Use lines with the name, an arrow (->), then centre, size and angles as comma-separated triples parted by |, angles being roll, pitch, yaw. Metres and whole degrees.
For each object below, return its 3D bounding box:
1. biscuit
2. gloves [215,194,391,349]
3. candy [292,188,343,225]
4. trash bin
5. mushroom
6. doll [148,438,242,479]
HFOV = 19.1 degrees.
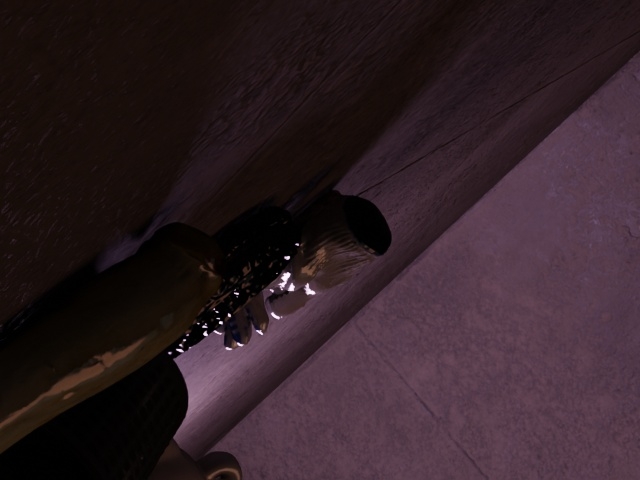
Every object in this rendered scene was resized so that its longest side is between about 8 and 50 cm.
biscuit -> -0.096, 0.042, 1.799 | 0.194, 0.053, 0.194 | -40, 173, -6
gloves -> -0.028, 0.032, 1.932 | 0.229, 0.097, 0.119 | -40, 144, 24
candy -> 0.000, 0.000, 2.020 | 0.110, 0.085, 0.095 | -50, -174, -17
trash bin -> -0.195, 0.153, 1.565 | 0.161, 0.175, 0.175 | -50, -179, -42
mushroom -> -0.198, 0.091, 1.418 | 0.312, 0.081, 0.100 | -36, 167, -26
doll -> -0.239, 0.315, 1.891 | 0.365, 0.376, 0.187 | -35, -157, -5
